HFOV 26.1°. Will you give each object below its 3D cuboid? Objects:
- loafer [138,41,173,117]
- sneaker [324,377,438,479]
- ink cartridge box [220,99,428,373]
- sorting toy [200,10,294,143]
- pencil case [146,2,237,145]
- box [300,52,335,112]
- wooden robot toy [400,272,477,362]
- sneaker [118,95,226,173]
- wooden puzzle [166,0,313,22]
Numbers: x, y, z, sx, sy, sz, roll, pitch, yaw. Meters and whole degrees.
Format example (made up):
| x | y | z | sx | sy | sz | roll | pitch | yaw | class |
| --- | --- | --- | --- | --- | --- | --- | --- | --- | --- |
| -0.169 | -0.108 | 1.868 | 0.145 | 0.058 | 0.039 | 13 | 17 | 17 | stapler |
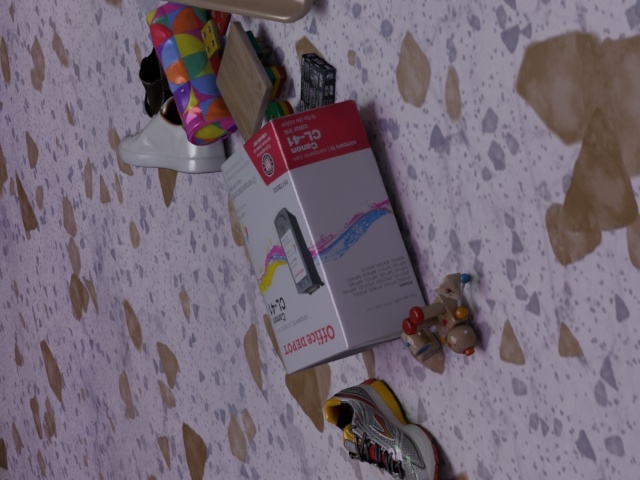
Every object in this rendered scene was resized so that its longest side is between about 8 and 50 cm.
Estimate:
| x | y | z | sx | sy | sz | roll | pitch | yaw | class |
| --- | --- | --- | --- | --- | --- | --- | --- | --- | --- |
| -0.272 | -0.281 | 2.317 | 0.080 | 0.078 | 0.220 | 65 | 152 | 27 | loafer |
| 0.080 | 0.273 | 1.802 | 0.225 | 0.092 | 0.088 | 45 | 139 | 49 | sneaker |
| 0.000 | 0.000 | 1.793 | 0.226 | 0.131 | 0.306 | -32 | 74 | 64 | ink cartridge box |
| -0.101 | -0.237 | 2.016 | 0.275 | 0.046 | 0.132 | 63 | 151 | 29 | sorting toy |
| -0.192 | -0.265 | 2.141 | 0.104 | 0.104 | 0.236 | -51 | 53 | 59 | pencil case |
| -0.005 | -0.203 | 1.860 | 0.067 | 0.018 | 0.083 | 42 | 137 | 52 | box |
| 0.146 | 0.111 | 1.628 | 0.079 | 0.076 | 0.173 | 54 | 148 | 22 | wooden robot toy |
| -0.245 | -0.181 | 2.293 | 0.290 | 0.105 | 0.123 | 9 | 105 | 52 | sneaker |
| -0.140 | -0.483 | 1.837 | 0.322 | 0.080 | 0.348 | 17 | 125 | 38 | wooden puzzle |
